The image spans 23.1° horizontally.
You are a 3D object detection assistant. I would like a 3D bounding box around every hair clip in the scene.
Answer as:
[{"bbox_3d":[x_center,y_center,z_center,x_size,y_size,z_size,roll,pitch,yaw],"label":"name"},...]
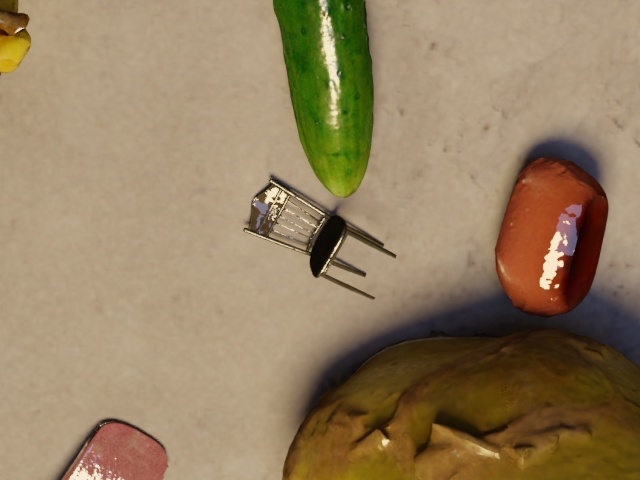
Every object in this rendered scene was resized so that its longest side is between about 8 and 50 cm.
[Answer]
[{"bbox_3d":[-0.149,0.174,0.968,0.054,0.022,0.137,33,102,-17],"label":"hair clip"}]

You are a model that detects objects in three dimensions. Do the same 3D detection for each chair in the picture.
[{"bbox_3d":[0.000,0.000,0.914,0.086,0.042,0.037,26,100,-12],"label":"chair"}]

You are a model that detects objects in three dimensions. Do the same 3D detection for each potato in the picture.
[{"bbox_3d":[0.122,0.176,0.860,0.246,0.196,0.300,-41,84,-4],"label":"potato"}]

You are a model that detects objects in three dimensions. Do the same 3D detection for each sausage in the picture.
[{"bbox_3d":[0.135,-0.002,0.918,0.054,0.059,0.094,23,110,34],"label":"sausage"}]

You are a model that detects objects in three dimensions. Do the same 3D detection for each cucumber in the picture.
[{"bbox_3d":[-0.002,-0.138,0.865,0.056,0.056,0.250,-10,109,-1],"label":"cucumber"}]

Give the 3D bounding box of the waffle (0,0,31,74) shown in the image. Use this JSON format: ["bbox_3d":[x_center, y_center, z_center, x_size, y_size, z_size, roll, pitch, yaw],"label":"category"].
[{"bbox_3d":[-0.292,-0.124,0.731,0.329,0.329,0.062,12,147,-8],"label":"waffle"}]
